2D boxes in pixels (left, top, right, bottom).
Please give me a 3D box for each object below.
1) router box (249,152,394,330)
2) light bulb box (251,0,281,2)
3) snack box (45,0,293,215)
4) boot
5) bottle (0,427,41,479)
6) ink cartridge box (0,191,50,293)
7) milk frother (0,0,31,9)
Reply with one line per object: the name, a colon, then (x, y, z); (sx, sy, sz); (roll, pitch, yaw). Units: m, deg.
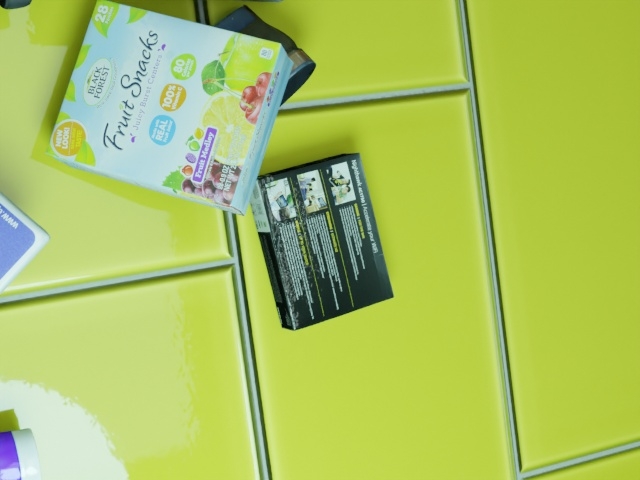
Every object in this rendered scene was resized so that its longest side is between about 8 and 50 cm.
router box: (0.000, 0.000, 1.275); (0.133, 0.046, 0.178); (-16, 98, -22)
light bulb box: (-0.084, -0.431, 1.058); (0.225, 0.361, 0.357); (-2, 92, -21)
snack box: (-0.154, -0.137, 1.142); (0.207, 0.070, 0.174); (15, 84, 13)
boot: (-0.121, -0.160, 1.221); (0.219, 0.082, 0.106); (-39, 80, -8)
bottle: (-0.416, 0.239, 1.065); (0.283, 0.118, 0.092); (-8, 125, -22)
ink cartridge box: (-0.471, 0.010, 1.042); (0.303, 0.072, 0.307); (43, 77, -9)
milk frother: (-0.285, -0.312, 1.097); (0.143, 0.135, 0.129); (-31, 134, -16)
